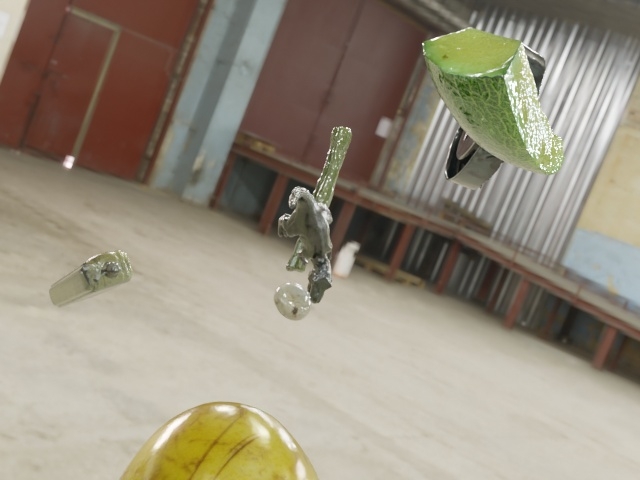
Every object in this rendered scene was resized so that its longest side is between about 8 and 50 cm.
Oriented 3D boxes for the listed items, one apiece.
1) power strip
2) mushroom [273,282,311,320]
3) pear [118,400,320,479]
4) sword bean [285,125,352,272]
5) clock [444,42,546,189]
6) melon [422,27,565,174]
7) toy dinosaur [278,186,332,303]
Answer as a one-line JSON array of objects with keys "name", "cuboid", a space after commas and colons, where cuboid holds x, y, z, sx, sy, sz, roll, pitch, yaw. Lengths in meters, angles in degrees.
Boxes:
[{"name": "power strip", "cuboid": [-0.432, 0.072, 1.829, 0.092, 0.066, 0.387, -21, 1, -27]}, {"name": "mushroom", "cuboid": [-0.064, 0.134, 2.057, 0.085, 0.079, 0.085, 18, 50, -22]}, {"name": "pear", "cuboid": [-0.123, 0.340, 1.181, 0.280, 0.281, 0.281, 22, 5, -2]}, {"name": "sword bean", "cuboid": [0.001, -0.071, 1.626, 0.038, 0.269, 0.043, 30, -19, -35]}, {"name": "clock", "cuboid": [0.347, -0.245, 1.958, 0.061, 0.313, 0.312, 26, 4, -6]}, {"name": "melon", "cuboid": [0.292, -0.190, 1.526, 0.323, 0.124, 0.196, 48, -4, -42]}, {"name": "toy dinosaur", "cuboid": [0.000, 0.000, 1.460, 0.087, 0.187, 0.179, -25, 12, -13]}]
